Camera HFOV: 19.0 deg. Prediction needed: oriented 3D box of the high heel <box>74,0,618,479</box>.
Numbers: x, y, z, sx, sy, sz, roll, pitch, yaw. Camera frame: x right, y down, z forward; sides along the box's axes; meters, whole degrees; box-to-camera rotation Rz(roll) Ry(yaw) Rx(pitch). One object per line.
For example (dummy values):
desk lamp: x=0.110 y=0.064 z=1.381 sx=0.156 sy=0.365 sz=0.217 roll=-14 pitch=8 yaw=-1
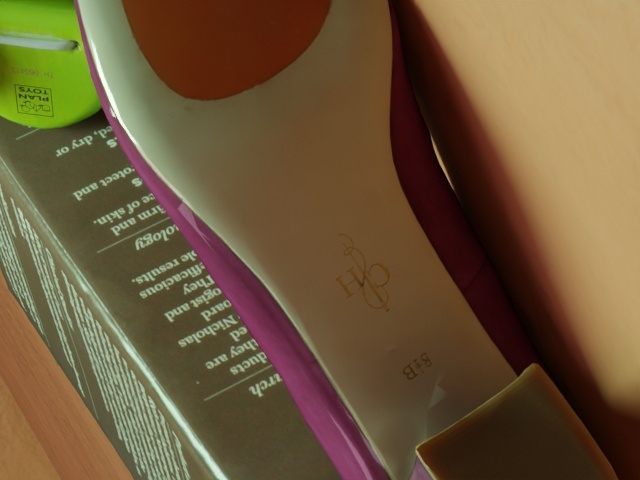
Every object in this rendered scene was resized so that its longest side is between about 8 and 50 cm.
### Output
high heel: x=0.000 y=0.000 z=0.807 sx=0.377 sy=0.127 sz=0.181 roll=63 pitch=172 yaw=15

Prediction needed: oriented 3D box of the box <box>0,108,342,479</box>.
box: x=-0.052 y=0.055 z=1.021 sx=0.381 sy=0.143 sz=0.191 roll=52 pitch=161 yaw=37

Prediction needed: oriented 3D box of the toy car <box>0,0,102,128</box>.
toy car: x=-0.138 y=-0.148 z=0.972 sx=0.136 sy=0.159 sz=0.182 roll=-78 pitch=-7 yaw=-50

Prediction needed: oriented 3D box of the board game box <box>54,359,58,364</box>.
board game box: x=-0.190 y=-0.060 z=1.340 sx=0.213 sy=0.046 sz=0.317 roll=-177 pitch=70 yaw=-72
